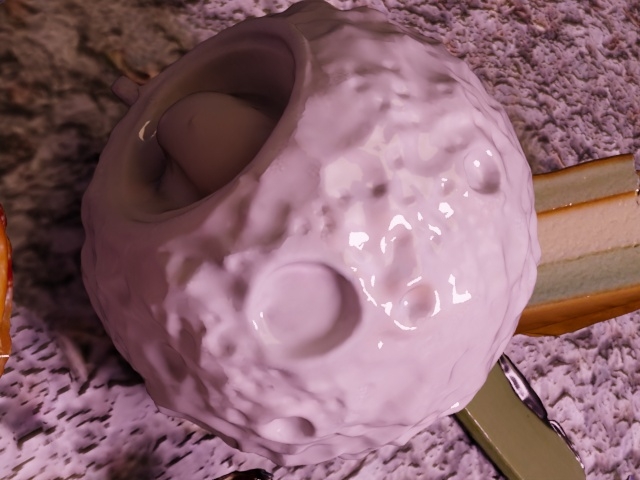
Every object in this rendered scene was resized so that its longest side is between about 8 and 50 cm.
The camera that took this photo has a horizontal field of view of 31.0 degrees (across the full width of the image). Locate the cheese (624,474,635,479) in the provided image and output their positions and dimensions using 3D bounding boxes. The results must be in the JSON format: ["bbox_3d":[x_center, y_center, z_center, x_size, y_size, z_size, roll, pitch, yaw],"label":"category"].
[{"bbox_3d":[0.316,0.329,1.235,0.191,0.042,0.105,-26,91,-52],"label":"cheese"}]

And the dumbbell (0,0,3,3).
[{"bbox_3d":[-0.197,-0.290,0.921,0.406,0.179,0.179,-31,94,-50],"label":"dumbbell"}]

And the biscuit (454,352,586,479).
[{"bbox_3d":[0.169,0.158,1.173,0.322,0.038,0.099,51,46,-15],"label":"biscuit"}]

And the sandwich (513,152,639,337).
[{"bbox_3d":[0.263,0.003,1.231,0.227,0.198,0.155,5,67,-45],"label":"sandwich"}]

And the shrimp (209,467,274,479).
[{"bbox_3d":[-0.046,0.244,0.811,0.289,0.075,0.178,-27,83,-10],"label":"shrimp"}]

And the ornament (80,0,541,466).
[{"bbox_3d":[0.000,0.000,0.857,0.337,0.337,0.337,23,54,-37],"label":"ornament"}]

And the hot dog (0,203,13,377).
[{"bbox_3d":[-0.320,-0.045,0.658,0.405,0.185,0.223,57,42,-9],"label":"hot dog"}]
